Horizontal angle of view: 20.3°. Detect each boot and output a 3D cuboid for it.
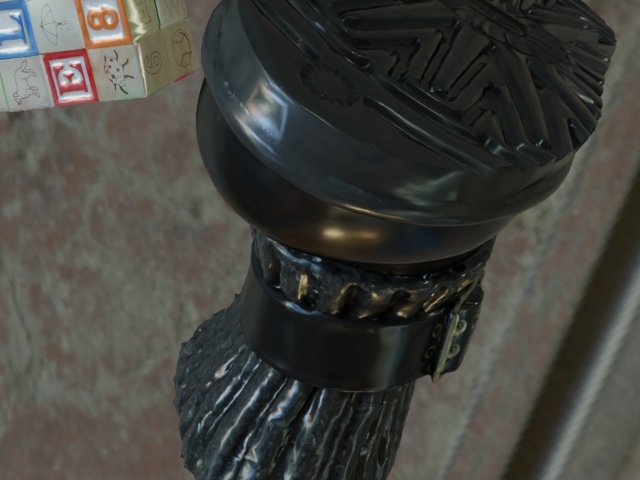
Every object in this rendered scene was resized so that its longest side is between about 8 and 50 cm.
[{"bbox_3d":[0.004,0.015,0.741,0.131,0.348,0.260,36,110,11],"label":"boot"}]

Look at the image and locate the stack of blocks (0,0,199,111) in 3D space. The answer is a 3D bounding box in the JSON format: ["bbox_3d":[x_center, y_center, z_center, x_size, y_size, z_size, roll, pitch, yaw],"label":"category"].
[{"bbox_3d":[-0.215,-0.253,1.351,0.171,0.087,0.297,-3,108,27],"label":"stack of blocks"}]
